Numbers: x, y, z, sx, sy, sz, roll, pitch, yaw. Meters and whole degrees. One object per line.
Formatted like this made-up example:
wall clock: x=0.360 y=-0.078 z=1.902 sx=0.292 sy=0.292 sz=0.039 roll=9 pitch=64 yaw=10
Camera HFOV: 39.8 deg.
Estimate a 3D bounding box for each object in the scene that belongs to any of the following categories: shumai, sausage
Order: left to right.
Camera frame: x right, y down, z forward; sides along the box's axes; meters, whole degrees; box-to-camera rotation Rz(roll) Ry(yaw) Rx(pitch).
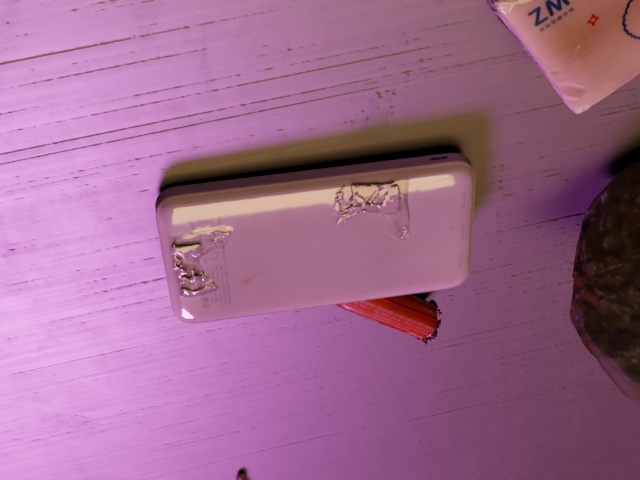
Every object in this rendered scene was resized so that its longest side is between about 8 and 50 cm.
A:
sausage: x=0.058 y=0.063 z=0.897 sx=0.145 sy=0.050 sz=0.048 roll=24 pitch=153 yaw=-33
shumai: x=0.415 y=0.062 z=0.851 sx=0.304 sy=0.309 sz=0.263 roll=-56 pitch=146 yaw=-4

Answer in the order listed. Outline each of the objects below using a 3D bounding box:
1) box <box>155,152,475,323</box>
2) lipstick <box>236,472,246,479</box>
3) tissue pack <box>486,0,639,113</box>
box: x=0.000 y=0.000 z=0.805 sx=0.285 sy=0.044 sz=0.142 roll=-7 pitch=123 yaw=-6
lipstick: x=-0.102 y=0.335 z=1.139 sx=0.025 sy=0.025 sz=0.107 roll=-5 pitch=128 yaw=-11
tissue pack: x=0.226 y=-0.205 z=0.645 sx=0.196 sy=0.092 sz=0.148 roll=-35 pitch=133 yaw=20
